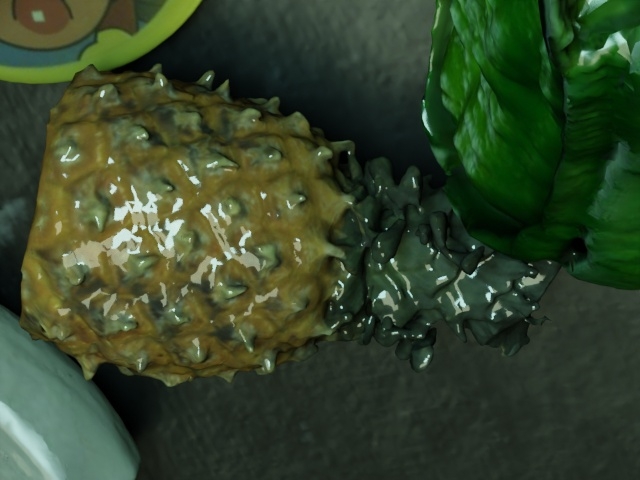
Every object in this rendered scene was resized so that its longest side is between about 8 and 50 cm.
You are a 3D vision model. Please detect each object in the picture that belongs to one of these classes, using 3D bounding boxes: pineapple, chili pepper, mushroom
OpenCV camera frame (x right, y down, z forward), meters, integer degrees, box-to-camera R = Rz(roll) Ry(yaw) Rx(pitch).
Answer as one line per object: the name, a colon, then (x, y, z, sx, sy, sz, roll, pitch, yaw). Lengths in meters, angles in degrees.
pineapple: (0.000, 0.000, 0.892, 0.279, 0.157, 0.157, 7, 123, -2)
chili pepper: (0.135, -0.126, 0.692, 0.168, 0.213, 0.385, -10, 148, -6)
mushroom: (-0.239, 0.070, 0.989, 0.328, 0.159, 0.122, 48, 159, -11)

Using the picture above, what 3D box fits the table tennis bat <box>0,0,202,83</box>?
table tennis bat: (-0.097, -0.192, 0.842, 0.369, 0.054, 0.224, -15, 113, 27)
